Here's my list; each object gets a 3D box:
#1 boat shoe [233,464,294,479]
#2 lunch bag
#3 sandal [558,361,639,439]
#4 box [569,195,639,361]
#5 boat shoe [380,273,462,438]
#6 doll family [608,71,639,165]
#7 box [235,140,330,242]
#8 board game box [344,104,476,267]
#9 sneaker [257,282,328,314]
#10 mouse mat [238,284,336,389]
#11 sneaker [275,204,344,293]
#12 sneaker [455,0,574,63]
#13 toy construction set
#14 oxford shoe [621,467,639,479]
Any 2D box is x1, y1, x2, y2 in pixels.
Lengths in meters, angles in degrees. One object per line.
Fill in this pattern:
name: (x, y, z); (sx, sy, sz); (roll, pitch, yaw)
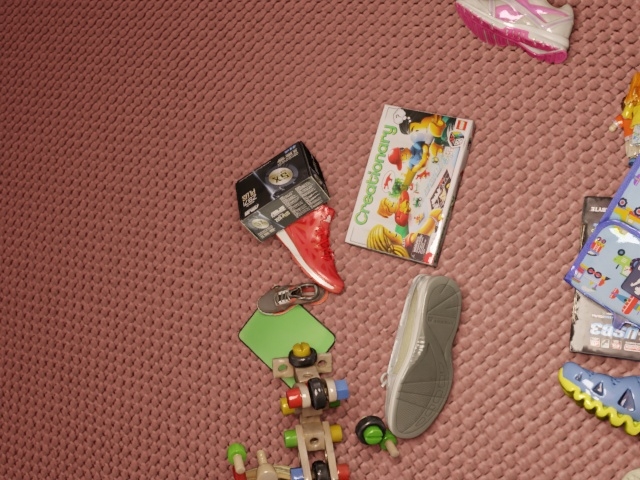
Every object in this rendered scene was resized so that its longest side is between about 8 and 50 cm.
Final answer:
boat shoe: (-0.061, 0.512, 1.484); (0.285, 0.089, 0.104); (-4, 80, 20)
lunch bag: (0.575, 0.022, 1.254); (0.221, 0.138, 0.293); (32, 104, 20)
sandal: (0.573, 0.282, 1.280); (0.317, 0.126, 0.138); (24, 86, 14)
box: (0.611, 0.075, 1.320); (0.296, 0.073, 0.293); (5, 83, 21)
boat shoe: (0.190, 0.223, 1.441); (0.118, 0.103, 0.320); (12, 87, -23)
doll family: (0.644, -0.245, 1.318); (0.263, 0.118, 0.163); (-10, 76, 31)
box: (-0.084, -0.106, 1.570); (0.180, 0.077, 0.147); (-31, 38, 13)
board game box: (0.185, -0.115, 1.519); (0.193, 0.053, 0.305); (15, 86, 22)
sneaker: (-0.066, 0.115, 1.561); (0.158, 0.065, 0.061); (-16, 71, 12)
mouse mat: (-0.074, 0.208, 1.586); (0.190, 0.007, 0.152); (40, 95, 21)
sneaker: (0.000, 0.000, 1.552); (0.128, 0.087, 0.221); (-46, 70, 9)
sneaker: (0.395, -0.451, 1.482); (0.252, 0.103, 0.111); (27, 87, 16)
toy construction set: (-0.054, 0.351, 1.464); (0.309, 0.257, 0.237); (-30, 29, -1)
oxford shoe: (0.645, 0.583, 1.200); (0.130, 0.169, 0.449); (-13, 61, -27)
